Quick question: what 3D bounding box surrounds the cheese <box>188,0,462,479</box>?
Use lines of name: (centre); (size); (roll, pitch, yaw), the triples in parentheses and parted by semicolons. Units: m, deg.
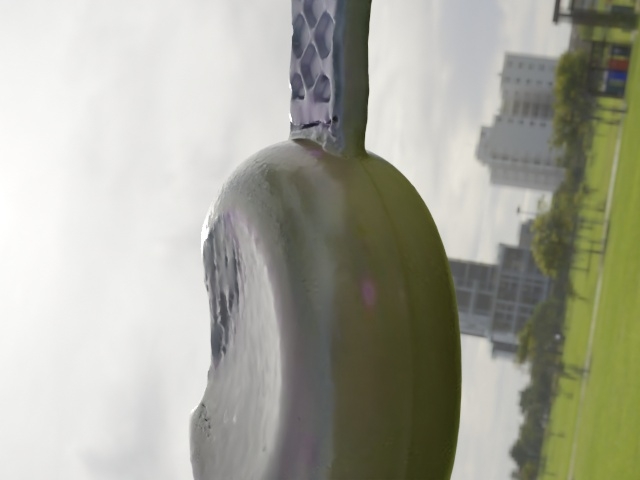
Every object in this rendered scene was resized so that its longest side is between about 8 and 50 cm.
cheese: (0.000, 0.000, 0.428); (0.163, 0.082, 0.286); (13, 102, 63)
